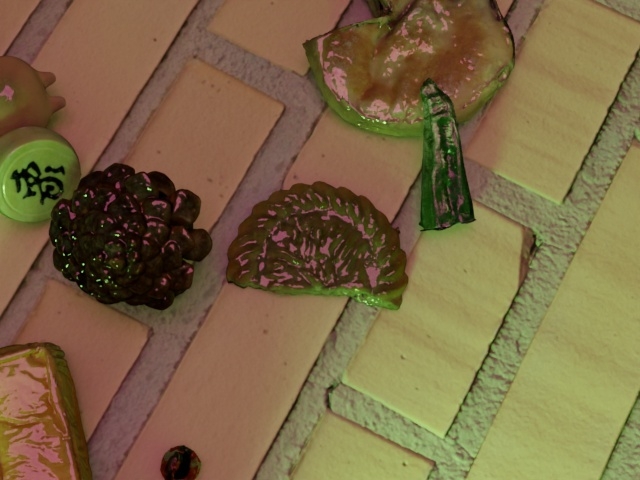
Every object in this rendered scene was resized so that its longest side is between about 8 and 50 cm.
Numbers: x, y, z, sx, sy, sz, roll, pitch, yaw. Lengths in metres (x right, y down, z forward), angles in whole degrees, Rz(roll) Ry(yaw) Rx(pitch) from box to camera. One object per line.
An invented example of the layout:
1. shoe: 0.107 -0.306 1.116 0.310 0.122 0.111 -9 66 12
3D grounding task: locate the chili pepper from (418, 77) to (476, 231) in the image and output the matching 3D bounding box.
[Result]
1. chili pepper: 0.175 -0.130 1.677 0.088 0.059 0.226 -9 95 -4

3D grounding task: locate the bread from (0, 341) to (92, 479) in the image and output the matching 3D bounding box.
1. bread: -0.402 0.278 1.537 0.153 0.119 0.288 -13 77 -10

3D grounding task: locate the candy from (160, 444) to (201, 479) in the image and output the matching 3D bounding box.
1. candy: -0.221 0.375 1.566 0.056 0.049 0.184 21 83 10

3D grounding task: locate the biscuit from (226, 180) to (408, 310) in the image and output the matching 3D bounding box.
1. biscuit: 0.000 0.000 1.678 0.274 0.036 0.187 5 74 -1

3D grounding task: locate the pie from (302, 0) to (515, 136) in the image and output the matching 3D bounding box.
1. pie: 0.145 -0.306 1.754 0.338 0.075 0.337 2 76 -8

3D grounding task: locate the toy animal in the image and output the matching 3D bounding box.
1. toy animal: -0.503 -0.185 1.653 0.248 0.149 0.165 -22 72 -22

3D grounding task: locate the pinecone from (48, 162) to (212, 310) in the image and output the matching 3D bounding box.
1. pinecone: -0.268 -0.004 1.582 0.229 0.201 0.202 16 78 5

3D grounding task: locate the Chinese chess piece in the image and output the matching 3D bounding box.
1. Chinese chess piece: -0.420 -0.095 1.630 0.144 0.144 0.058 -40 45 -12
